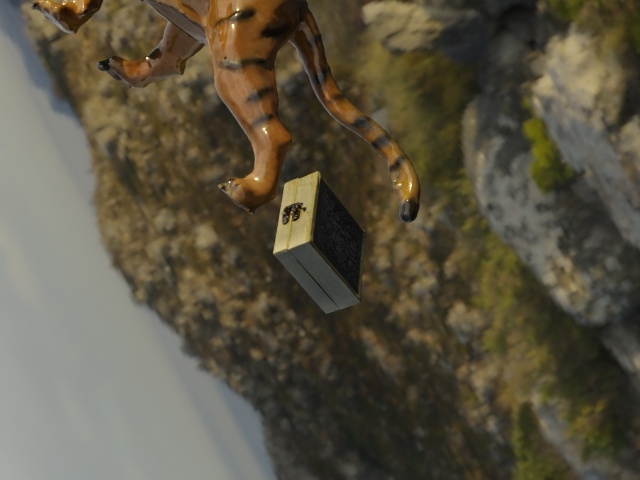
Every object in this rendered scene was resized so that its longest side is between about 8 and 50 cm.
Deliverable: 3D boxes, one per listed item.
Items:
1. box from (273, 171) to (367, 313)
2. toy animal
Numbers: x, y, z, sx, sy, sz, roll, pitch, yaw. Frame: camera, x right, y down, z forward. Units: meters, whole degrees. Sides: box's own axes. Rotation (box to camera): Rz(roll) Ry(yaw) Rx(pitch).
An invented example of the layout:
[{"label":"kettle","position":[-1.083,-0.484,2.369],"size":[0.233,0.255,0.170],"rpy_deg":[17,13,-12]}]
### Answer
[{"label":"box","position":[0.000,0.000,1.023],"size":[0.083,0.035,0.079],"rpy_deg":[50,-148,-37]},{"label":"toy animal","position":[-0.048,-0.103,0.581],"size":[0.255,0.116,0.114],"rpy_deg":[41,-176,-3]}]
